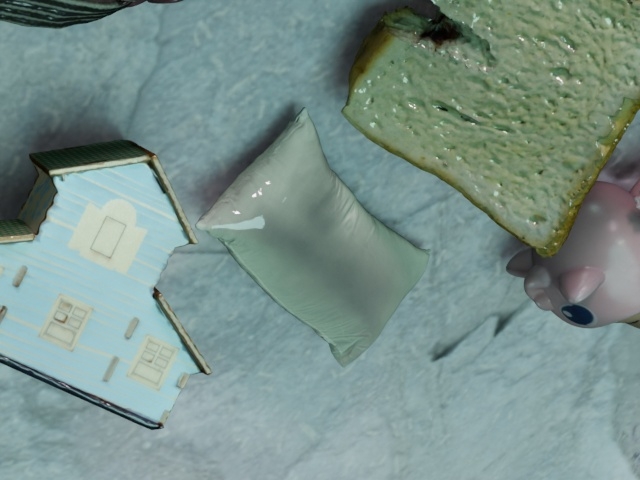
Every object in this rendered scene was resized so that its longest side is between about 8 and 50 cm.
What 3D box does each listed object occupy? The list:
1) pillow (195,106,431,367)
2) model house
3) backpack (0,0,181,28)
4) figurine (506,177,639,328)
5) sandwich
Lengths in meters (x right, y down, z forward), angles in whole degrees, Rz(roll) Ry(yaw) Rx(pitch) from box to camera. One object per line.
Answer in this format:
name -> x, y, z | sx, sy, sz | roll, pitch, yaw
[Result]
pillow -> 0.000, -0.001, 1.784 | 0.144, 0.078, 0.254 | -48, 131, -4
model house -> -0.200, 0.009, 1.622 | 0.271, 0.178, 0.206 | 26, 93, -15
backpack -> -0.188, -0.253, 1.414 | 0.317, 0.197, 0.283 | 20, 151, -38
figurine -> 0.334, -0.001, 1.907 | 0.287, 0.176, 0.186 | -34, 107, -22
sandwich -> 0.171, -0.159, 1.665 | 0.249, 0.095, 0.273 | 33, 122, 2
